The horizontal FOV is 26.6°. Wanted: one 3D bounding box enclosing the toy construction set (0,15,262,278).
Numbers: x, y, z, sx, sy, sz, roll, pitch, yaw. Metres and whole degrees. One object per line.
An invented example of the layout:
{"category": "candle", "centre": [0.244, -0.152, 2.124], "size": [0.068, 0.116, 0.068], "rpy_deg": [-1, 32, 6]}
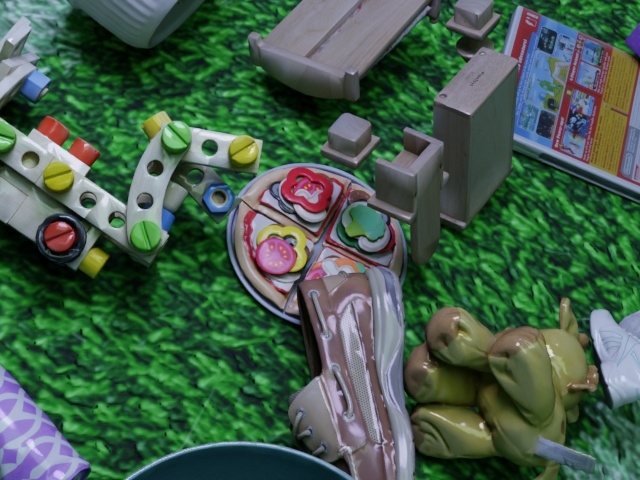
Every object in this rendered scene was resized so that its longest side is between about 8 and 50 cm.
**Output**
{"category": "toy construction set", "centre": [-0.240, -0.090, 1.342], "size": [0.327, 0.151, 0.215], "rpy_deg": [33, 81, 11]}

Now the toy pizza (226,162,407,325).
{"category": "toy pizza", "centre": [0.000, 0.000, 1.440], "size": [0.201, 0.032, 0.201], "rpy_deg": [8, 59, -14]}

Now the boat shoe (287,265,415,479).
{"category": "boat shoe", "centre": [0.024, 0.176, 1.307], "size": [0.116, 0.123, 0.324], "rpy_deg": [2, 57, -6]}

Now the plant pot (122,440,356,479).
{"category": "plant pot", "centre": [-0.071, 0.340, 1.115], "size": [0.290, 0.195, 0.290], "rpy_deg": [5, 53, -6]}

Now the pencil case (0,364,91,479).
{"category": "pencil case", "centre": [-0.300, 0.165, 1.220], "size": [0.206, 0.086, 0.088], "rpy_deg": [44, 92, 12]}

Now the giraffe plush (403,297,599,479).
{"category": "giraffe plush", "centre": [0.207, 0.139, 1.367], "size": [0.210, 0.181, 0.170], "rpy_deg": [32, 35, 14]}

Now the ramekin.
{"category": "ramekin", "centre": [-0.171, -0.302, 1.459], "size": [0.109, 0.207, 0.207], "rpy_deg": [43, 57, -2]}

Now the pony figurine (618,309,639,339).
{"category": "pony figurine", "centre": [0.517, 0.150, 1.377], "size": [0.363, 0.351, 0.303], "rpy_deg": [1, 63, -39]}

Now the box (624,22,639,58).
{"category": "box", "centre": [0.545, -0.239, 1.719], "size": [0.293, 0.057, 0.201], "rpy_deg": [-28, 73, -37]}

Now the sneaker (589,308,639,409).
{"category": "sneaker", "centre": [0.320, 0.123, 1.433], "size": [0.061, 0.054, 0.152], "rpy_deg": [-12, 31, 7]}

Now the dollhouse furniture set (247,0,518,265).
{"category": "dollhouse furniture set", "centre": [0.031, -0.157, 1.528], "size": [0.355, 0.174, 0.303], "rpy_deg": [24, 53, 25]}

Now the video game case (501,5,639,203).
{"category": "video game case", "centre": [0.345, -0.154, 1.644], "size": [0.285, 0.025, 0.204], "rpy_deg": [23, 57, -6]}
